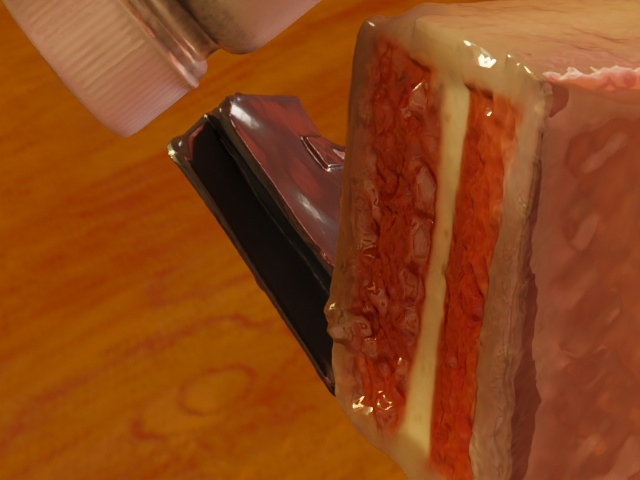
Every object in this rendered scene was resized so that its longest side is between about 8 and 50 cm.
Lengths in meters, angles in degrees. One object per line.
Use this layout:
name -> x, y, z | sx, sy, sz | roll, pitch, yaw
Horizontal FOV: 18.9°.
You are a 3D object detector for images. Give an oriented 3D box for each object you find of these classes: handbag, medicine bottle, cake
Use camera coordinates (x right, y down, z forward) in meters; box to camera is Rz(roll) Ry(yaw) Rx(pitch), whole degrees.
handbag -> 0.000, 0.000, 1.988 | 0.118, 0.269, 0.326 | -37, 80, 22
medicine bottle -> -0.072, -0.208, 1.283 | 0.273, 0.165, 0.165 | -37, 114, 5
cake -> 0.153, 0.004, 1.164 | 0.230, 0.237, 0.309 | -5, 112, -29
